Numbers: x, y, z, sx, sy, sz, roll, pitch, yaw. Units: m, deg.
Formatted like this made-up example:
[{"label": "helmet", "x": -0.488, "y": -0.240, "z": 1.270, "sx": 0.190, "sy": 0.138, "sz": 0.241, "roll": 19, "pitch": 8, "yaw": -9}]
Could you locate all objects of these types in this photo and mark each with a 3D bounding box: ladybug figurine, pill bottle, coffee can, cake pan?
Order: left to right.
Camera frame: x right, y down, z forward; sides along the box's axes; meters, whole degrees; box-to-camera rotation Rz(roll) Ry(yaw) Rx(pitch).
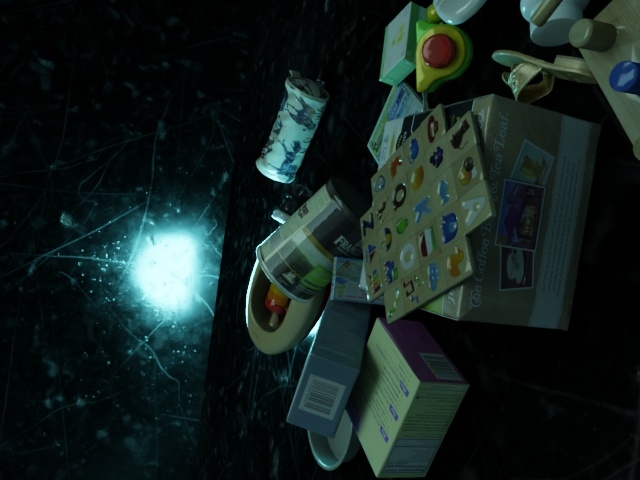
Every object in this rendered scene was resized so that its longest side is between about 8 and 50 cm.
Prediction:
[{"label": "ladybug figurine", "x": -0.082, "y": 0.144, "z": 1.713, "sx": 0.305, "sy": 0.162, "sz": 0.449, "roll": 43, "pitch": 118, "yaw": 42}, {"label": "coffee can", "x": 0.000, "y": 0.000, "z": 1.437, "sx": 0.275, "sy": 0.202, "sz": 0.201, "roll": -42, "pitch": 37, "yaw": 18}, {"label": "cake pan", "x": 0.042, "y": 0.458, "z": 1.489, "sx": 0.293, "sy": 0.054, "sz": 0.293, "roll": -171, "pitch": 90, "yaw": -67}, {"label": "pill bottle", "x": 0.386, "y": -0.428, "z": 0.922, "sx": 0.108, "sy": 0.108, "sz": 0.193, "roll": 153, "pitch": 122, "yaw": -63}]

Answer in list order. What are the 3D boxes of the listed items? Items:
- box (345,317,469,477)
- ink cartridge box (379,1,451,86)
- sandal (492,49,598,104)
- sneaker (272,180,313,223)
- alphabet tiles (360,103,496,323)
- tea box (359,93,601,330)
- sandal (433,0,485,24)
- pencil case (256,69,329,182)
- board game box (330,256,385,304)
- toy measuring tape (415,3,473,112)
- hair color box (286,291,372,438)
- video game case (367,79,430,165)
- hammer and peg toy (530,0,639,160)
[{"label": "box", "x": 0.167, "y": 0.323, "z": 1.156, "sx": 0.213, "sy": 0.117, "sz": 0.242, "roll": -124, "pitch": 48, "yaw": -59}, {"label": "ink cartridge box", "x": 0.234, "y": -0.507, "z": 1.357, "sx": 0.235, "sy": 0.056, "sz": 0.171, "roll": -29, "pitch": 49, "yaw": 62}, {"label": "sandal", "x": 0.362, "y": -0.270, "z": 0.948, "sx": 0.240, "sy": 0.088, "sz": 0.079, "roll": 40, "pitch": 113, "yaw": 59}, {"label": "sneaker", "x": -0.095, "y": -0.126, "z": 1.991, "sx": 0.153, "sy": 0.101, "sz": 0.268, "roll": -61, "pitch": 7, "yaw": 0}, {"label": "alphabet tiles", "x": 0.151, "y": -0.036, "z": 0.891, "sx": 0.342, "sy": 0.011, "sz": 0.285, "roll": 133, "pitch": 139, "yaw": -55}, {"label": "tea box", "x": 0.252, "y": -0.044, "z": 0.955, "sx": 0.323, "sy": 0.220, "sz": 0.328, "roll": -166, "pitch": 85, "yaw": -68}, {"label": "sandal", "x": 0.327, "y": -0.581, "z": 1.150, "sx": 0.169, "sy": 0.102, "sz": 0.416, "roll": -31, "pitch": 39, "yaw": 43}, {"label": "pencil case", "x": -0.109, "y": -0.400, "z": 2.029, "sx": 0.410, "sy": 0.160, "sz": 0.183, "roll": -62, "pitch": 38, "yaw": 38}, {"label": "board game box", "x": 0.105, "y": 0.099, "z": 1.338, "sx": 0.026, "sy": 0.154, "sz": 0.103, "roll": 150, "pitch": 127, "yaw": -75}, {"label": "toy measuring tape", "x": 0.271, "y": -0.341, "z": 1.203, "sx": 0.121, "sy": 0.122, "sz": 0.329, "roll": -154, "pitch": 58, "yaw": -67}, {"label": "hair color box", "x": 0.034, "y": 0.259, "z": 1.307, "sx": 0.374, "sy": 0.114, "sz": 0.185, "roll": -65, "pitch": -6, "yaw": -68}, {"label": "video game case", "x": 0.196, "y": -0.287, "z": 1.438, "sx": 0.193, "sy": 0.023, "sz": 0.212, "roll": -110, "pitch": 35, "yaw": -49}, {"label": "hammer and peg toy", "x": 0.431, "y": -0.276, "z": 0.666, "sx": 0.266, "sy": 0.128, "sz": 0.361, "roll": -50, "pitch": 49, "yaw": 52}]
